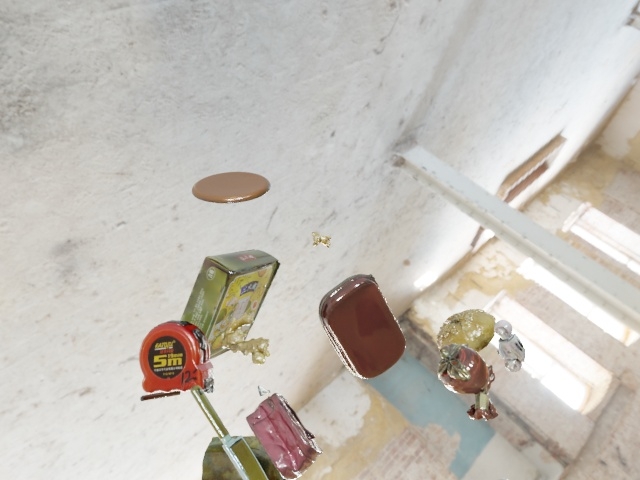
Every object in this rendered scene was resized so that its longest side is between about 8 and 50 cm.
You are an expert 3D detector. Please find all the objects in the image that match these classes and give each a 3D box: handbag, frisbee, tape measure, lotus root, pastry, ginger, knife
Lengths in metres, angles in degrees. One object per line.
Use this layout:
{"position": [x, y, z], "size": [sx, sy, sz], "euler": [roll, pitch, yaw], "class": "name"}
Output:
{"position": [-0.103, 0.556, 1.287], "size": [0.135, 0.225, 0.146], "euler": [-38, 146, -9], "class": "handbag"}
{"position": [-0.285, -0.175, 1.443], "size": [0.251, 0.251, 0.021], "euler": [-28, 128, -39], "class": "frisbee"}
{"position": [-0.494, 0.405, 1.556], "size": [0.254, 0.260, 0.114], "euler": [-8, 171, 11], "class": "tape measure"}
{"position": [-0.214, 0.758, 1.380], "size": [0.149, 0.261, 0.266], "euler": [-61, 148, -76], "class": "lotus root"}
{"position": [0.709, 0.447, 2.224], "size": [0.316, 0.184, 0.284], "euler": [-36, 179, -18], "class": "pastry"}
{"position": [-0.245, 0.328, 1.452], "size": [0.177, 0.193, 0.052], "euler": [-19, 134, 16], "class": "ginger"}
{"position": [-0.197, 0.479, 1.056], "size": [0.027, 0.343, 0.061], "euler": [-47, 161, 24], "class": "knife"}

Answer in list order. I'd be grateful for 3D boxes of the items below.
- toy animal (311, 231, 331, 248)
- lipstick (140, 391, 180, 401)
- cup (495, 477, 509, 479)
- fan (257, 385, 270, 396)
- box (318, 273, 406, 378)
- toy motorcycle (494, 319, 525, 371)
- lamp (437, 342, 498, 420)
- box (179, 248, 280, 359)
{"position": [0.000, 0.000, 1.833], "size": [0.081, 0.084, 0.060], "euler": [143, -45, -76], "class": "toy animal"}
{"position": [-0.637, 0.616, 1.793], "size": [0.177, 0.027, 0.027], "euler": [13, 116, -54], "class": "lipstick"}
{"position": [0.523, 0.857, 1.332], "size": [0.173, 0.168, 0.299], "euler": [-53, -176, 34], "class": "cup"}
{"position": [-0.297, 0.793, 2.374], "size": [0.023, 0.057, 0.282], "euler": [-18, 163, -3], "class": "fan"}
{"position": [0.156, 0.320, 1.658], "size": [0.263, 0.108, 0.403], "euler": [-34, 111, -15], "class": "box"}
{"position": [0.804, 0.446, 1.893], "size": [0.113, 0.113, 0.254], "euler": [-33, 112, -32], "class": "toy motorcycle"}
{"position": [0.472, 0.434, 1.426], "size": [0.151, 0.224, 0.215], "euler": [106, 8, -48], "class": "lamp"}
{"position": [-0.366, 0.251, 1.775], "size": [0.419, 0.138, 0.373], "euler": [-66, 161, 12], "class": "box"}
